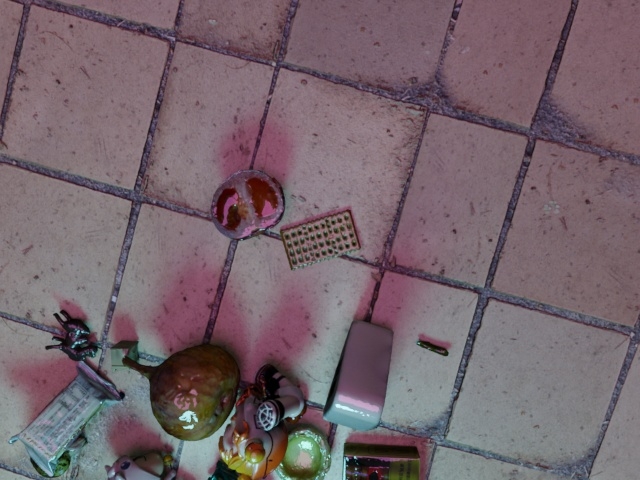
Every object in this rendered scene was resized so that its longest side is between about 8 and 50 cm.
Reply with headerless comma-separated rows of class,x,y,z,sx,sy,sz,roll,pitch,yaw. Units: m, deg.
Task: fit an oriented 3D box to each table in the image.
table,-0.619,0.369,1.664,0.062,0.079,0.083,1,97,5

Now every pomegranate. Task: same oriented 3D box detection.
pomegranate,-0.847,0.679,1.683,0.163,0.125,0.138,-34,57,-4

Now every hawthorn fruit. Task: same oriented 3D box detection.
hawthorn fruit,-0.092,0.523,1.651,0.093,0.081,0.081,39,97,18

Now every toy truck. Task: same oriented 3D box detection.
toy truck,-0.259,0.802,1.663,0.216,0.116,0.110,30,96,0

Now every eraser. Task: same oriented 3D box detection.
eraser,0.105,0.444,1.561,0.150,0.331,0.331,14,96,3

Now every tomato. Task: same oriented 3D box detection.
tomato,-0.211,-0.107,1.580,0.228,0.112,0.199,-18,86,6

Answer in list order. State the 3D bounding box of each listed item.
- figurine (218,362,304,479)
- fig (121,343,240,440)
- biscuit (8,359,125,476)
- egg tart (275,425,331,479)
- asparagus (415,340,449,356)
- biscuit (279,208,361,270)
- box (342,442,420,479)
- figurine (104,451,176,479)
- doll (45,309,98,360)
figurine,-0.178,0.560,1.550,0.196,0.320,0.323,23,106,-14
fig,-0.435,0.417,1.582,0.369,0.286,0.286,26,96,14
biscuit,-0.792,0.555,1.645,0.186,0.079,0.309,40,64,-2
egg tart,-0.055,0.677,1.659,0.197,0.078,0.197,0,95,1
asparagus,0.346,0.333,1.631,0.108,0.021,0.025,21,92,2
biscuit,0.000,0.000,1.625,0.231,0.016,0.139,-16,93,4
box,0.189,0.735,1.655,0.240,0.071,0.159,2,97,2
figurine,-0.547,0.775,1.680,0.287,0.176,0.186,41,54,-16
doll,-0.789,0.315,1.680,0.165,0.057,0.139,20,95,1
